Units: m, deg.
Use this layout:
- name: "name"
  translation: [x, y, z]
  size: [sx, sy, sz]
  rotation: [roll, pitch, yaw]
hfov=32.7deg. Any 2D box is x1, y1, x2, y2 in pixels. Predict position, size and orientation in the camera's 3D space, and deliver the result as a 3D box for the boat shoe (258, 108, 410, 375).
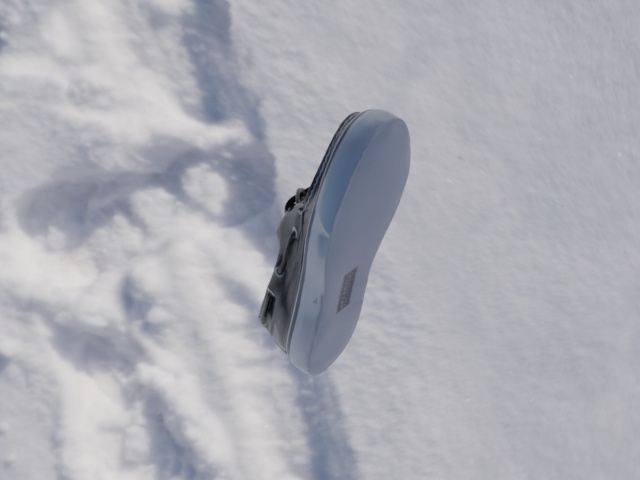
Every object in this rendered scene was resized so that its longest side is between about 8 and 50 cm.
- name: "boat shoe"
  translation: [0.000, 0.000, 0.471]
  size: [0.040, 0.049, 0.142]
  rotation: [36, 133, 24]
